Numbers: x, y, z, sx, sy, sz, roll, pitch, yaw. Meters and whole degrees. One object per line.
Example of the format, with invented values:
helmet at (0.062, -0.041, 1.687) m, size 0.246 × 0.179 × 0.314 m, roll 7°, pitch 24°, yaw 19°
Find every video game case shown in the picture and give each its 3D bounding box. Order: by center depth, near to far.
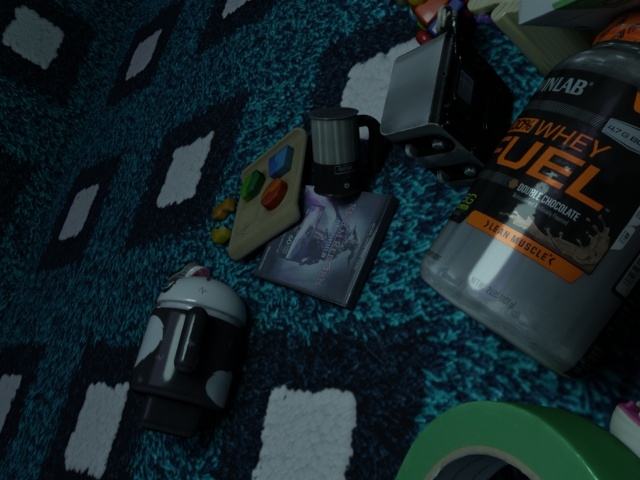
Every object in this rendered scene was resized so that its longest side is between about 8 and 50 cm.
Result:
video game case at (0.000, 0.000, 1.069) m, size 0.274 × 0.026 × 0.196 m, roll 12°, pitch 76°, yaw 52°

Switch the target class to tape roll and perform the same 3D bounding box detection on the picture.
tape roll at (0.173, 0.310, 0.543) m, size 0.321 × 0.077 × 0.321 m, roll -37°, pitch 47°, yaw 54°

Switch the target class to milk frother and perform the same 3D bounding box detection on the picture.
milk frother at (0.024, -0.162, 1.049) m, size 0.143 × 0.129 × 0.135 m, roll 24°, pitch 126°, yaw 47°

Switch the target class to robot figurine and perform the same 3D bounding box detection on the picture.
robot figurine at (-0.234, 0.200, 1.077) m, size 0.209 × 0.173 × 0.278 m, roll -4°, pitch 63°, yaw 39°

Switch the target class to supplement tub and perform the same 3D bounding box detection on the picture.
supplement tub at (0.275, -0.046, 0.636) m, size 0.338 × 0.207 × 0.207 m, roll -57°, pitch 37°, yaw 4°

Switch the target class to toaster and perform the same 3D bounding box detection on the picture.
toaster at (0.184, -0.186, 0.863) m, size 0.110 × 0.168 × 0.186 m, roll -9°, pitch 60°, yaw 46°

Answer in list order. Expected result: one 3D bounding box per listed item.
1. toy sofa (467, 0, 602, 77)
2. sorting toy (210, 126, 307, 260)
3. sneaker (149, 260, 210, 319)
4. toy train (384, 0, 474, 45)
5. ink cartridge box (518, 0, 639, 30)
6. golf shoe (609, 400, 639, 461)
toy sofa at (0.374, -0.404, 0.809) m, size 0.362 × 0.150 × 0.177 m, roll -60°, pitch 32°, yaw 0°
sorting toy at (-0.143, -0.077, 1.243) m, size 0.307 × 0.041 × 0.229 m, roll -32°, pitch 42°, yaw 38°
sneaker at (-0.308, 0.112, 1.315) m, size 0.170 × 0.063 × 0.075 m, roll -51°, pitch 38°, yaw 3°
toy train at (0.157, -0.375, 0.946) m, size 0.105 × 0.143 × 0.248 m, roll -49°, pitch -5°, yaw 15°
ink cartridge box at (0.345, -0.277, 0.629) m, size 0.160 × 0.219 × 0.093 m, roll -144°, pitch 55°, yaw -78°
golf shoe at (0.326, 0.267, 0.467) m, size 0.140 × 0.115 × 0.306 m, roll -61°, pitch 29°, yaw 16°
